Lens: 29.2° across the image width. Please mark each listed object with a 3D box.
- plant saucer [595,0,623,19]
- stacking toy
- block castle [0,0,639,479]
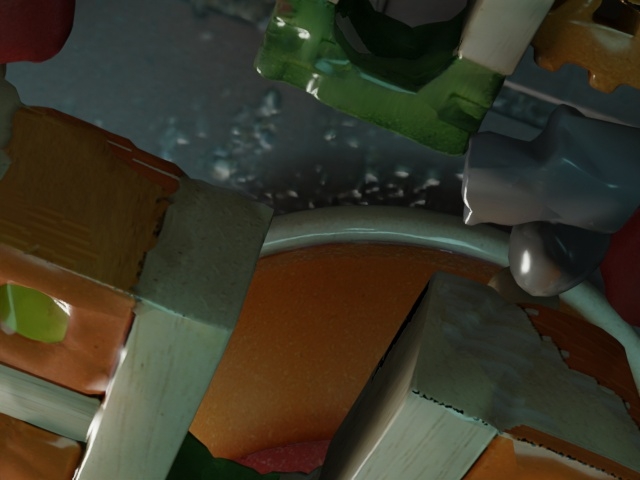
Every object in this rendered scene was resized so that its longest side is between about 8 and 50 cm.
[{"bbox_3d":[0.150,-0.215,0.511,0.278,0.041,0.278,4,127,5],"label":"plant saucer"},{"bbox_3d":[0.016,0.241,0.596,0.351,0.480,0.350,3,127,4],"label":"stacking toy"},{"bbox_3d":[0.000,0.000,0.501,0.453,0.303,0.213,22,134,-5],"label":"block castle"}]
